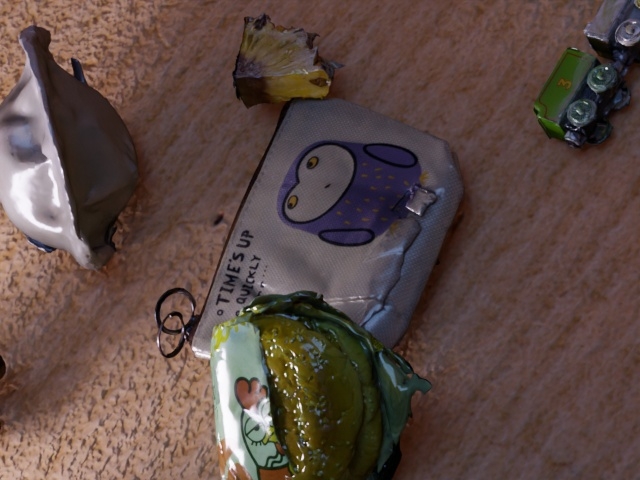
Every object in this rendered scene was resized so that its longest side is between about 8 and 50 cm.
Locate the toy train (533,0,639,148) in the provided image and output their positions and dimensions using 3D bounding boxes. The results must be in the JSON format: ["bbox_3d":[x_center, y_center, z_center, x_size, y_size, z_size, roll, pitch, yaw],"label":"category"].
[{"bbox_3d":[0.292,-0.186,2.025,0.081,0.060,0.202,22,74,36],"label":"toy train"}]

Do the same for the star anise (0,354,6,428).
[{"bbox_3d":[-0.413,0.149,2.134,0.196,0.111,0.212,23,84,36],"label":"star anise"}]

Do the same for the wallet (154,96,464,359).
[{"bbox_3d":[0.000,0.001,2.054,0.275,0.068,0.335,14,71,30],"label":"wallet"}]

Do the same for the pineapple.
[{"bbox_3d":[-0.047,-0.189,2.143,0.116,0.069,0.137,-39,42,-22],"label":"pineapple"}]

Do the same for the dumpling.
[{"bbox_3d":[-0.302,-0.100,2.153,0.163,0.204,0.293,-25,67,24],"label":"dumpling"}]

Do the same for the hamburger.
[{"bbox_3d":[-0.005,0.156,1.905,0.235,0.125,0.214,6,107,36],"label":"hamburger"}]
